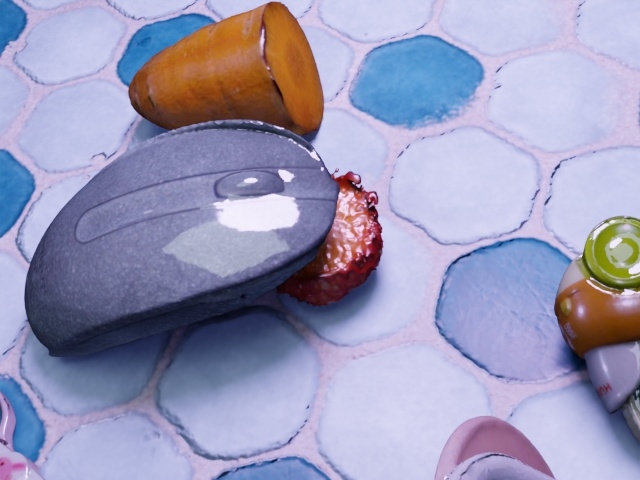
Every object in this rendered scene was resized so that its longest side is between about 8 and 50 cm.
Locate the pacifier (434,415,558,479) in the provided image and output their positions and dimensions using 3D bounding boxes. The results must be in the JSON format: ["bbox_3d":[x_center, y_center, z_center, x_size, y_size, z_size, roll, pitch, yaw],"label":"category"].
[{"bbox_3d":[0.125,0.287,0.593,0.220,0.273,0.332,13,52,-11],"label":"pacifier"}]

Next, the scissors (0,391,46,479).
[{"bbox_3d":[-0.304,0.233,0.835,0.242,0.031,0.118,27,65,31],"label":"scissors"}]

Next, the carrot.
[{"bbox_3d":[-0.127,-0.185,1.045,0.224,0.159,0.159,-11,52,16],"label":"carrot"}]

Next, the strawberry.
[{"bbox_3d":[0.000,0.000,0.901,0.145,0.086,0.145,-10,54,14],"label":"strawberry"}]

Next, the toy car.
[{"bbox_3d":[0.322,0.096,0.743,0.235,0.145,0.235,-4,70,11],"label":"toy car"}]

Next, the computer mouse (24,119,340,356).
[{"bbox_3d":[-0.164,-0.002,0.865,0.373,0.114,0.203,-24,51,18],"label":"computer mouse"}]
